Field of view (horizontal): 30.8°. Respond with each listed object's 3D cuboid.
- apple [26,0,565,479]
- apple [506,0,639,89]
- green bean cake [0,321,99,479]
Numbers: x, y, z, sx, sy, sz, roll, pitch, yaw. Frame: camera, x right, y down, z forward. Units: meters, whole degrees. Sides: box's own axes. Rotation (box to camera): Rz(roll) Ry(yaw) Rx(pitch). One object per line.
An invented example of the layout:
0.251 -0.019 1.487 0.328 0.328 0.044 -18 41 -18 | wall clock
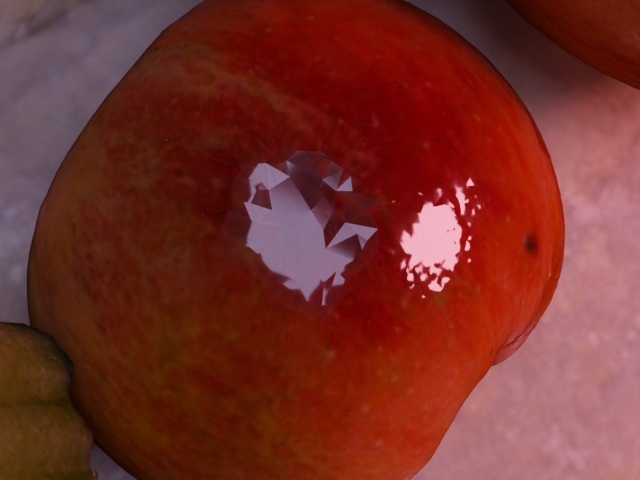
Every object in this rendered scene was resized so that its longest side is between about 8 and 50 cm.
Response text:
0.000 0.000 0.572 0.251 0.163 0.293 39 78 0 | apple
0.196 -0.218 0.582 0.275 0.299 0.299 12 79 -3 | apple
-0.203 0.141 0.503 0.214 0.113 0.200 -20 78 15 | green bean cake
